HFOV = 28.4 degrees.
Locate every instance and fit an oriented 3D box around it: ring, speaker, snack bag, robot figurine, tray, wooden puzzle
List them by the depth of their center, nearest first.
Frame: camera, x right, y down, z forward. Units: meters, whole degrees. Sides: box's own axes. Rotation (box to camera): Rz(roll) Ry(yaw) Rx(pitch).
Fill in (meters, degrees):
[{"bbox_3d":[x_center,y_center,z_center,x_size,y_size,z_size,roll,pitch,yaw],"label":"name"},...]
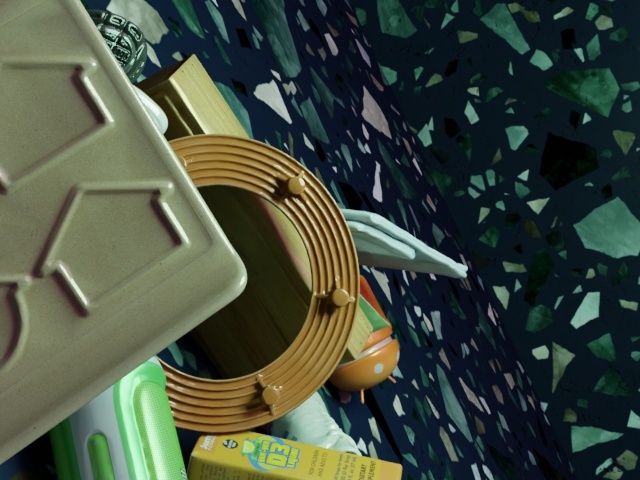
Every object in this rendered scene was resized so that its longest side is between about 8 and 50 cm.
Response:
[{"bbox_3d":[-0.281,-0.020,1.075,0.348,0.322,0.080,58,-18,-10],"label":"wooden puzzle"},{"bbox_3d":[-0.181,0.242,1.184,0.131,0.131,0.296,34,33,-57],"label":"speaker"},{"bbox_3d":[-0.109,0.046,1.410,0.336,0.337,0.032,61,-19,-6],"label":"ring"},{"bbox_3d":[-0.129,-0.005,1.551,0.411,0.203,0.076,57,36,-18],"label":"tray"},{"bbox_3d":[0.000,0.000,1.781,0.342,0.323,0.037,26,72,-59],"label":"snack bag"},{"bbox_3d":[0.043,0.139,1.968,0.219,0.128,0.158,63,0,2],"label":"robot figurine"}]

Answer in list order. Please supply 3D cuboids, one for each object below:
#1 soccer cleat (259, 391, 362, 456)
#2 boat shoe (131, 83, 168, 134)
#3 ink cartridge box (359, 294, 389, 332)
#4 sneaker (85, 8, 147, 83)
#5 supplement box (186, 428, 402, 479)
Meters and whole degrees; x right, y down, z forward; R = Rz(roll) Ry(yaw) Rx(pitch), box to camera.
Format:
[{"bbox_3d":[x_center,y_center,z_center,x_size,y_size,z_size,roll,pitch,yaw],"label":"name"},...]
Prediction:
[{"bbox_3d":[0.001,0.275,1.602,0.116,0.143,0.331,45,23,-22],"label":"soccer cleat"},{"bbox_3d":[-0.303,-0.145,1.367,0.277,0.098,0.096,21,52,-17],"label":"boat shoe"},{"bbox_3d":[-0.029,0.106,1.739,0.235,0.171,0.056,48,25,-39],"label":"ink cartridge box"},{"bbox_3d":[-0.350,-0.263,1.500,0.286,0.109,0.130,31,-9,-33],"label":"sneaker"},{"bbox_3d":[-0.031,0.273,1.406,0.078,0.233,0.080,-72,171,-67],"label":"supplement box"}]
